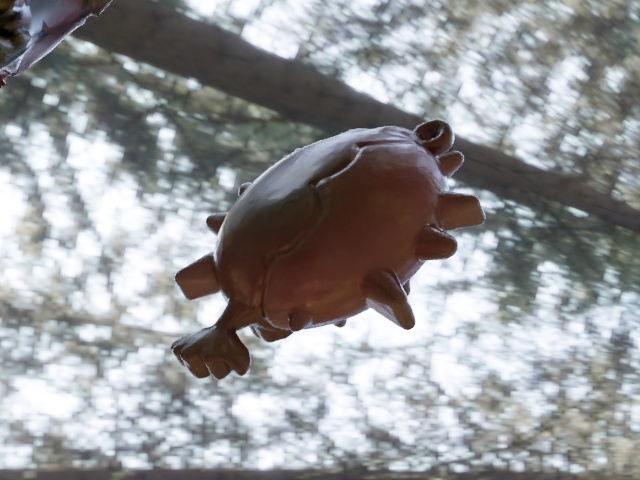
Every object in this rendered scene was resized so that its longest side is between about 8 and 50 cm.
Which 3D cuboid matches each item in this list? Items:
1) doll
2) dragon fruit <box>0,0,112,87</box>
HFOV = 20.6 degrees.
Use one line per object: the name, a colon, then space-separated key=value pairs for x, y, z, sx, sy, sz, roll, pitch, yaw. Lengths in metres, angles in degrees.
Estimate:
doll: x=0.000 y=0.000 z=1.218 sx=0.211 sy=0.093 sz=0.262 roll=15 pitch=-126 yaw=42
dragon fruit: x=-0.185 y=-0.141 z=0.932 sx=0.150 sy=0.207 sz=0.133 roll=23 pitch=-85 yaw=-16
